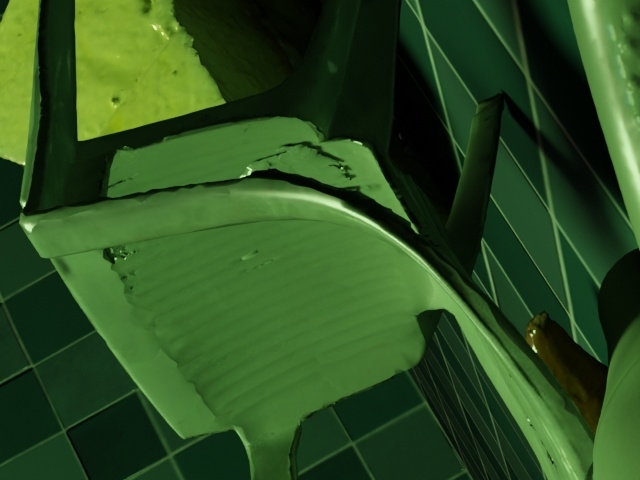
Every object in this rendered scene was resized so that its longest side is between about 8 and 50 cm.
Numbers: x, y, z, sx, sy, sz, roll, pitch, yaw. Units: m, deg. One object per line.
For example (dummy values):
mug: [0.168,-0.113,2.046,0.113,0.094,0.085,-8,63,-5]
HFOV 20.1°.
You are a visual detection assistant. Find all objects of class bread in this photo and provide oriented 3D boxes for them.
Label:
bread: [-0.028,-0.087,1.075,0.236,0.198,0.263,28,-172,29]

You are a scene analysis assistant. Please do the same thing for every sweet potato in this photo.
sweet potato: [0.163,0.144,0.842,0.265,0.057,0.057,60,178,-12]

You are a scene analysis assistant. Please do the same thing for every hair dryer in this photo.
hair dryer: [0.095,-0.002,0.496,0.219,0.088,0.225,49,-156,-83]

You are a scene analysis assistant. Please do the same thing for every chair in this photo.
chair: [0.000,0.000,0.657,0.275,0.190,0.203,-89,-23,-47]
